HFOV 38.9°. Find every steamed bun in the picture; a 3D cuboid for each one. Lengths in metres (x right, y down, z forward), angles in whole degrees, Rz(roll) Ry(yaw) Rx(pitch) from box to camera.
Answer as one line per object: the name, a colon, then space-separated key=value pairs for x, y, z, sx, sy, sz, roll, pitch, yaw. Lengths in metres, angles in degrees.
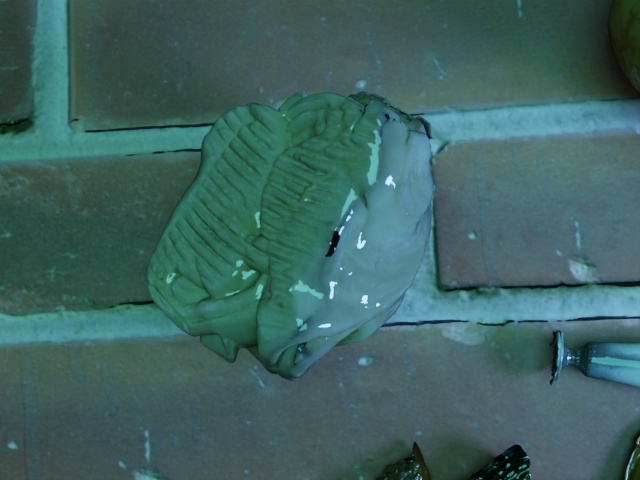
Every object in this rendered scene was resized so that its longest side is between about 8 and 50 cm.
steamed bun: x=0.000 y=0.000 z=1.078 sx=0.394 sy=0.237 sz=0.346 roll=-31 pitch=56 yaw=30

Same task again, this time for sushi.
sushi: x=0.094 y=0.312 z=1.128 sx=0.055 sy=0.052 sz=0.120 roll=41 pitch=91 yaw=-7

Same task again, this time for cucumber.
cucumber: x=0.158 y=0.356 z=1.106 sx=0.265 sy=0.077 sz=0.077 roll=-38 pitch=82 yaw=1

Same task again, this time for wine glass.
wine glass: x=0.363 y=0.151 z=1.113 sx=0.156 sy=0.072 sz=0.072 roll=6 pitch=84 yaw=6

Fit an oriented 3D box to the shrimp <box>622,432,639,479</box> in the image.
shrimp: x=0.426 y=0.301 z=1.100 sx=0.133 sy=0.053 sz=0.236 roll=41 pitch=85 yaw=6

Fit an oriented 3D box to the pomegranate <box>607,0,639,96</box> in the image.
pomegranate: x=0.495 y=-0.273 z=1.017 sx=0.343 sy=0.342 sz=0.342 roll=-1 pitch=84 yaw=5
